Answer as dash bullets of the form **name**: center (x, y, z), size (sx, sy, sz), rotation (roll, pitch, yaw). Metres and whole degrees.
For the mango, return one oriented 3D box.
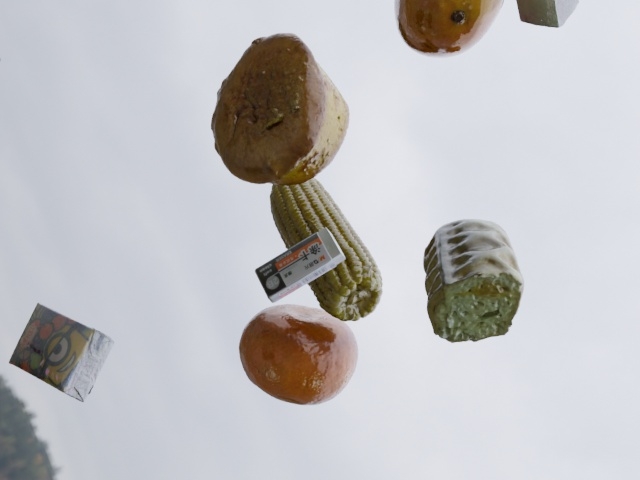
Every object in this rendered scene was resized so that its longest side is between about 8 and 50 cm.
- **mango**: center (0.141, -0.281, 1.195), size (0.219, 0.113, 0.144), rotation (-125, -135, -81)

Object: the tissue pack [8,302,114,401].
- **tissue pack**: center (-0.405, 0.172, 1.626), size (0.148, 0.108, 0.060), rotation (19, -11, 36)

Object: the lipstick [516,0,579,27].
- **lipstick**: center (0.275, -0.419, 1.342), size (0.068, 0.066, 0.317), rotation (19, -31, 34)

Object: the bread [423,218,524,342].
- **bread**: center (0.227, 0.050, 1.581), size (0.130, 0.152, 0.267), rotation (54, 15, -18)

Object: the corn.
- **corn**: center (0.000, 0.000, 1.878), size (0.344, 0.131, 0.131), rotation (-123, -155, -44)

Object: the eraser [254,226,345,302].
- **eraser**: center (-0.029, 0.035, 1.464), size (0.052, 0.122, 0.029), rotation (61, 5, 28)

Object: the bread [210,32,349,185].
- **bread**: center (-0.074, -0.210, 1.770), size (0.268, 0.146, 0.268), rotation (-12, -111, 35)

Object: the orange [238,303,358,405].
- **orange**: center (-0.041, 0.209, 1.890), size (0.224, 0.224, 0.170), rotation (27, -67, 58)
